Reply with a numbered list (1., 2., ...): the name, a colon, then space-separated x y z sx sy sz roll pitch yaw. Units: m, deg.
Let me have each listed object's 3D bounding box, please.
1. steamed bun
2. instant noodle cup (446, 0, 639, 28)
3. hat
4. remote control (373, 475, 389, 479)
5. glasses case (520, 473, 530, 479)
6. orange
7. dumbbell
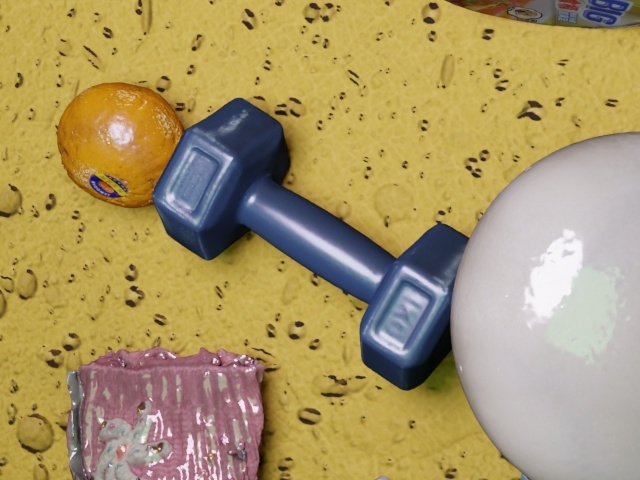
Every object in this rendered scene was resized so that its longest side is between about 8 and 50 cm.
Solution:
1. steamed bun: 0.266 0.072 1.142 0.324 0.206 0.324 -1 99 -6
2. instant noodle cup: 0.201 -0.280 1.204 0.205 0.205 0.152 8 90 19
3. hat: -0.159 0.251 1.406 0.237 0.107 0.286 -4 87 30
4. remote control: 0.010 0.316 1.389 0.190 0.029 0.087 -35 81 18
5. glasses case: 0.210 0.363 1.306 0.105 0.056 0.266 12 97 20
6. orange: -0.198 -0.100 1.392 0.136 0.135 0.117 -3 58 20
7. dumbbell: -0.001 0.000 1.317 0.316 0.156 0.143 32 133 16
